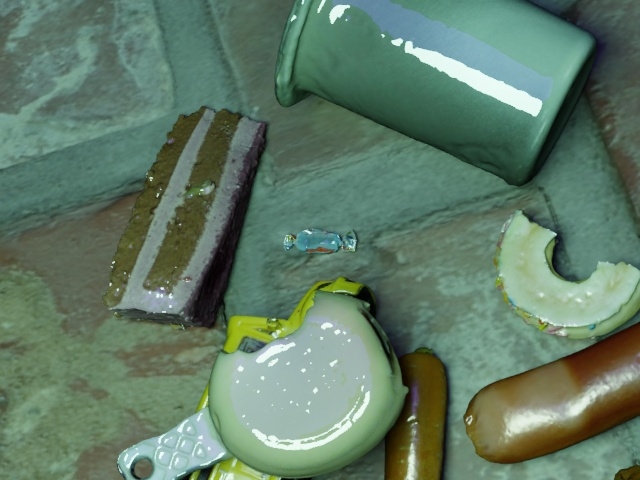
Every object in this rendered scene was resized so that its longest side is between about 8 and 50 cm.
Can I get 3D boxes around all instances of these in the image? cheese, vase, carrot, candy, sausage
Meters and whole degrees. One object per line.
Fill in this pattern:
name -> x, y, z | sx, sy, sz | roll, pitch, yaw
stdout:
cheese -> -0.061, 0.162, 1.294 | 0.286, 0.082, 0.163 | -24, 73, 1
vase -> 0.132, -0.197, 1.459 | 0.291, 0.245, 0.245 | 26, 80, 10
carrot -> 0.097, 0.219, 1.401 | 0.067, 0.067, 0.225 | 0, 74, 12
candy -> 0.000, -0.001, 1.518 | 0.083, 0.020, 0.030 | 4, 73, 16
sausage -> 0.289, 0.144, 1.376 | 0.300, 0.083, 0.089 | -24, 75, 7

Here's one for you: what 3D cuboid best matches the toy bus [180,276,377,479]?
toy bus -> -0.052, 0.187, 1.402 | 0.151, 0.145, 0.331 | 19, 77, 16

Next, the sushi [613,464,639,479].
sushi -> 0.325, 0.321, 1.274 | 0.140, 0.149, 0.287 | 13, 70, 12

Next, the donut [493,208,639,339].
donut -> 0.250, 0.049, 1.423 | 0.166, 0.065, 0.108 | 30, 81, 19

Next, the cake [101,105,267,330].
cake -> -0.146, -0.020, 1.534 | 0.116, 0.113, 0.295 | 11, 62, 14
